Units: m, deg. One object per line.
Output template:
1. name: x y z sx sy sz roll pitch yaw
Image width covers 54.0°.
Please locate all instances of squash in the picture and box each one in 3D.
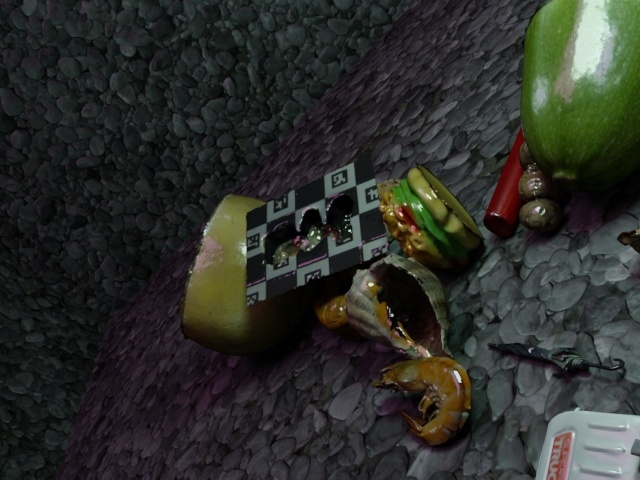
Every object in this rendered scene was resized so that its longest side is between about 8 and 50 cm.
1. squash: 0.495 -0.232 1.080 0.310 0.310 0.309 -19 53 51

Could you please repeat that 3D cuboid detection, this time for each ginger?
1. ginger: 0.420 -0.105 1.208 0.080 0.104 0.204 -12 60 35

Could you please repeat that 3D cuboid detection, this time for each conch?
1. conch: 0.174 0.130 1.242 0.291 0.158 0.210 37 121 32

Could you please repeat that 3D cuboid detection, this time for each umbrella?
1. umbrella: 0.350 0.181 0.989 0.044 0.044 0.269 -30 12 -27

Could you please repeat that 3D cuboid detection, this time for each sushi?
1. sushi: 0.000 0.000 1.505 0.372 0.100 0.297 -24 49 21

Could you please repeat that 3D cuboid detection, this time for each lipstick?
1. lipstick: 0.412 -0.136 1.308 0.073 0.073 0.280 -13 43 56

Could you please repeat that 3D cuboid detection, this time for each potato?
1. potato: -0.160 0.115 1.736 0.385 0.319 0.443 80 -152 -66

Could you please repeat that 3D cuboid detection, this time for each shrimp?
1. shrimp: 0.177 0.274 1.116 0.248 0.068 0.150 -3 72 62

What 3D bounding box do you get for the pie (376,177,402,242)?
1. pie: 0.142 -0.061 1.709 0.274 0.055 0.274 -40 25 23

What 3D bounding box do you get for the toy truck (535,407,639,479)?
1. toy truck: 0.383 0.253 0.560 0.387 0.207 0.174 -10 47 46

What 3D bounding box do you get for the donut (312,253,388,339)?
1. donut: 0.088 0.123 1.458 0.226 0.113 0.227 -40 25 23

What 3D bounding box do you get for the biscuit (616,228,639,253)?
1. biscuit: 0.526 -0.012 0.888 0.118 0.061 0.183 -18 -6 -19

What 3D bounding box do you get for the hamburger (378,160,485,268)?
1. hamburger: 0.226 -0.034 1.319 0.149 0.237 0.237 -43 24 16
